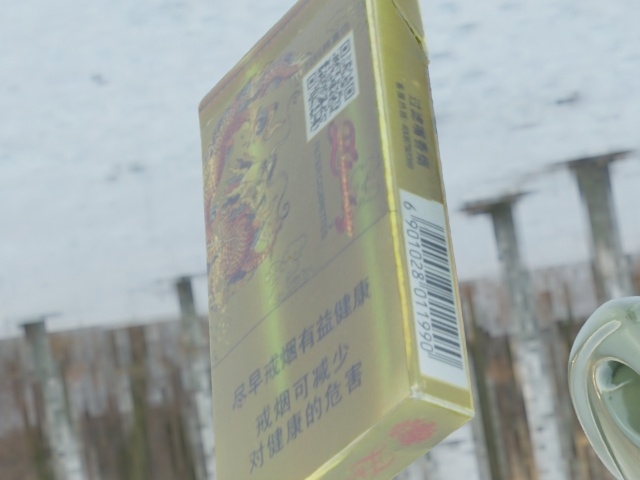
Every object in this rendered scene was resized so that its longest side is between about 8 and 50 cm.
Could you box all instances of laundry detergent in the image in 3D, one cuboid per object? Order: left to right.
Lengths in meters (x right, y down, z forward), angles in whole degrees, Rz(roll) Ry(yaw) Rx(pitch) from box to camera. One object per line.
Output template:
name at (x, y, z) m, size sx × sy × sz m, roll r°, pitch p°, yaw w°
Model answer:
laundry detergent at (0.225, 0.122, 1.192) m, size 0.091 × 0.181 × 0.253 m, roll -31°, pitch -142°, yaw -3°

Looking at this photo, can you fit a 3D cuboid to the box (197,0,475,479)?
box at (0.000, 0.000, 0.526) m, size 0.022 × 0.156 × 0.089 m, roll 22°, pitch 133°, yaw -31°
